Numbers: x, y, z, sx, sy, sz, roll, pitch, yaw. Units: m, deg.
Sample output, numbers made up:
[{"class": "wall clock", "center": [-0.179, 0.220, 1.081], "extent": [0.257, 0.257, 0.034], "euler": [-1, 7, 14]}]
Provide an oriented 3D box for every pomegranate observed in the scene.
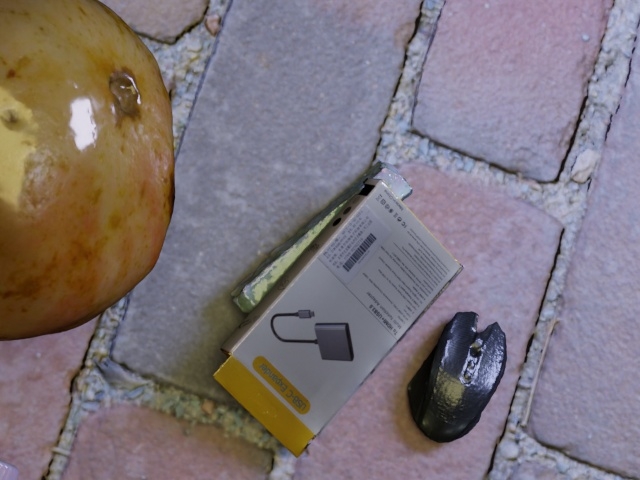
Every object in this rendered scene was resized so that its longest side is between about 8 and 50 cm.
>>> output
[{"class": "pomegranate", "center": [-0.287, -0.070, 1.465], "extent": [0.343, 0.342, 0.342], "euler": [2, 83, -14]}]

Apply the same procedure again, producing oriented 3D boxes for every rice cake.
[{"class": "rice cake", "center": [0.000, 0.000, 1.652], "extent": [0.211, 0.034, 0.043], "euler": [-40, 102, -16]}]

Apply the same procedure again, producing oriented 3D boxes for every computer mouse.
[{"class": "computer mouse", "center": [0.136, 0.131, 1.663], "extent": [0.079, 0.047, 0.135], "euler": [28, 75, -10]}]

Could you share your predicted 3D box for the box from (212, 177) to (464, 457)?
[{"class": "box", "center": [0.014, 0.071, 1.627], "extent": [0.247, 0.033, 0.129], "euler": [-48, 113, -12]}]

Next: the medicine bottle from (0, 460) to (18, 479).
[{"class": "medicine bottle", "center": [-0.328, 0.283, 1.510], "extent": [0.083, 0.083, 0.203], "euler": [22, 80, -11]}]
